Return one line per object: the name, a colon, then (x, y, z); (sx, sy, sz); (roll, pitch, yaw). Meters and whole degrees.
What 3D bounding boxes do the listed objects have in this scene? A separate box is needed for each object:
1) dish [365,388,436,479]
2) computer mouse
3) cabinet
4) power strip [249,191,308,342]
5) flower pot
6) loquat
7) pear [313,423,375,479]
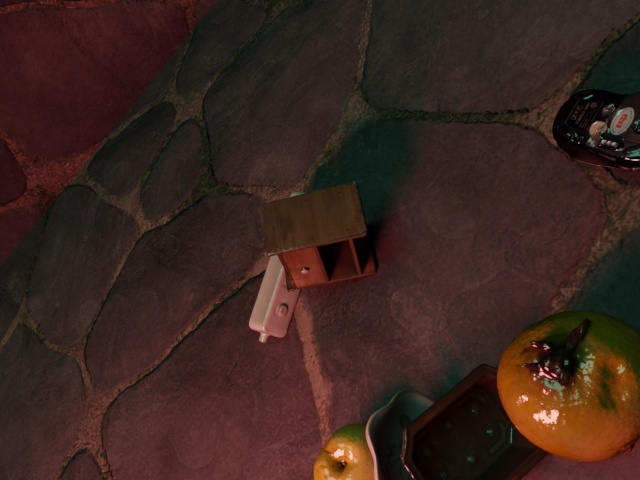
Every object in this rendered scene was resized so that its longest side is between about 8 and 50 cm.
dish: (0.161, 0.383, 1.082); (0.081, 0.229, 0.229); (-48, 39, 48)
computer mouse: (0.535, -0.196, 1.112); (0.137, 0.096, 0.233); (-53, 40, -1)
cabinet: (0.000, 0.000, 1.375); (0.215, 0.175, 0.148); (-12, 56, 5)
power strip: (-0.081, 0.067, 1.529); (0.062, 0.091, 0.385); (6, 73, 41)
flower pot: (0.242, 0.332, 1.021); (0.251, 0.084, 0.179); (-32, 83, -23)
loquat: (0.384, 0.211, 0.929); (0.244, 0.244, 0.244); (-20, 56, 33)
pear: (0.067, 0.425, 1.152); (0.178, 0.178, 0.178); (-20, 56, 33)
